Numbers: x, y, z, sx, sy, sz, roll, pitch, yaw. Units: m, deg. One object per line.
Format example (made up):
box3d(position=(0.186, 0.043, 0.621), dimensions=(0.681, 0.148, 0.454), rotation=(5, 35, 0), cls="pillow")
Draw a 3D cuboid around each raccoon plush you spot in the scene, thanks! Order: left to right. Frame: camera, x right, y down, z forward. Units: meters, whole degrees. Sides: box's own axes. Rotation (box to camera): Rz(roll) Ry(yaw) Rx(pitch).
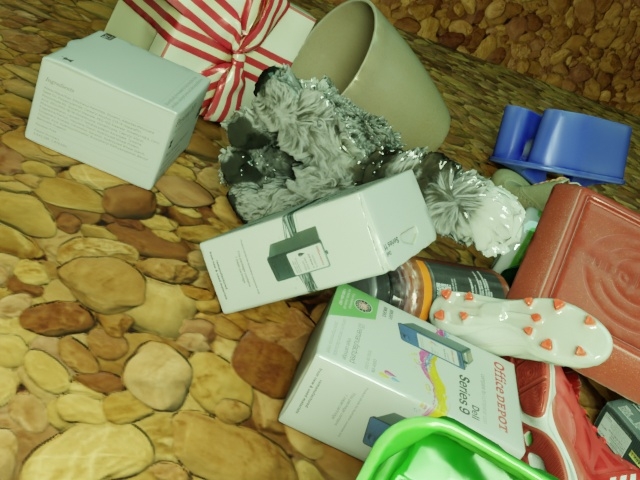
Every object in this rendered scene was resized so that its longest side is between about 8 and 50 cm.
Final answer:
box3d(position=(0.066, -0.089, 1.040), dimensions=(0.446, 0.216, 0.299), rotation=(31, 22, 13), cls="raccoon plush")

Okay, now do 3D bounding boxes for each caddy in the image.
box3d(position=(0.541, -0.192, 1.679), dimensions=(0.341, 0.179, 0.241), rotation=(5, 9, -36), cls="caddy")

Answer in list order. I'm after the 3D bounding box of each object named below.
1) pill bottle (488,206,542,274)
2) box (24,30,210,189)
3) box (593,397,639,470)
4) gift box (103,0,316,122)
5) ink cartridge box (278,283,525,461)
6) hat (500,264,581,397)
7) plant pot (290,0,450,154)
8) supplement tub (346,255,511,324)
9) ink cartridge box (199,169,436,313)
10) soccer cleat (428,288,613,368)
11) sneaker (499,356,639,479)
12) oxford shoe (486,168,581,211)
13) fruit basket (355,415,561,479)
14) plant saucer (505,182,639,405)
box3d(position=(0.384, 0.065, 1.104), dimensions=(0.245, 0.136, 0.136), rotation=(30, 27, 9), cls="pill bottle")
box3d(position=(-0.269, -0.183, 1.013), dimensions=(0.181, 0.119, 0.181), rotation=(23, 27, -4), cls="box")
box3d(position=(0.454, 0.268, 0.837), dimensions=(0.183, 0.059, 0.233), rotation=(-6, 38, -23), cls="box")
box3d(position=(-0.201, -0.335, 1.213), dimensions=(0.276, 0.255, 0.258), rotation=(8, 29, -43), cls="gift box")
box3d(position=(0.085, 0.150, 0.739), dimensions=(0.212, 0.093, 0.154), rotation=(27, 25, -1), cls="ink cartridge box")
box3d(position=(0.278, 0.152, 0.978), dimensions=(0.173, 0.184, 0.208), rotation=(31, -17, 11), cls="hat")
box3d(position=(0.107, -0.264, 1.393), dimensions=(0.274, 0.256, 0.256), rotation=(29, 21, -34), cls="plant pot")
box3d(position=(0.129, 0.073, 0.903), dimensions=(0.197, 0.106, 0.106), rotation=(10, 30, -28), cls="supplement tub")
box3d(position=(0.000, 0.000, 0.811), dimensions=(0.153, 0.208, 0.087), rotation=(-28, 100, -60), cls="ink cartridge box")
box3d(position=(0.211, 0.096, 0.789), dimensions=(0.196, 0.068, 0.076), rotation=(10, -28, 33), cls="soccer cleat")
box3d(position=(0.264, 0.207, 0.800), dimensions=(0.128, 0.087, 0.221), rotation=(25, 46, -23), cls="sneaker")
box3d(position=(0.417, -0.052, 1.330), dimensions=(0.140, 0.147, 0.397), rotation=(11, 26, -22), cls="oxford shoe")
box3d(position=(0.131, 0.292, 0.362), dimensions=(0.392, 0.283, 0.392), rotation=(27, 9, -4), cls="fruit basket")
box3d(position=(0.378, 0.060, 0.909), dimensions=(0.258, 0.048, 0.259), rotation=(28, 57, 7), cls="plant saucer")
